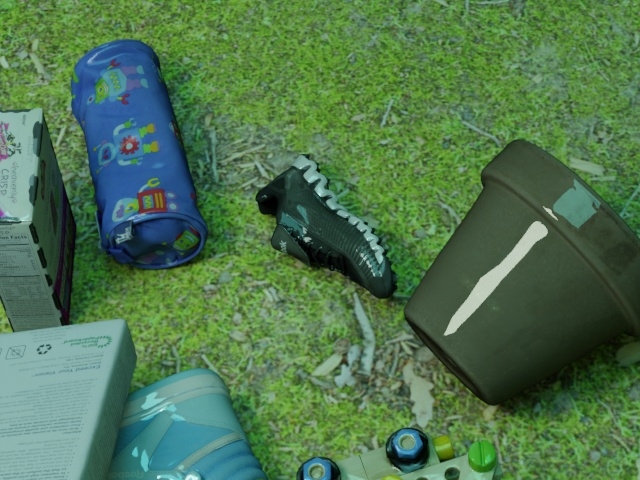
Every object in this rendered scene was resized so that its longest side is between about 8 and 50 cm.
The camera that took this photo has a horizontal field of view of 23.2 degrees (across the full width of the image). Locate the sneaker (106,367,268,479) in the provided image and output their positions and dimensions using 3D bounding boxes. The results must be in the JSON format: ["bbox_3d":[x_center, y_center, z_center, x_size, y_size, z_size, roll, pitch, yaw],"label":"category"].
[{"bbox_3d":[-0.201,0.282,1.646,0.319,0.127,0.208,-27,57,-15],"label":"sneaker"}]

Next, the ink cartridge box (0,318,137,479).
[{"bbox_3d":[-0.370,0.217,1.575,0.324,0.071,0.330,-7,35,11],"label":"ink cartridge box"}]

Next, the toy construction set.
[{"bbox_3d":[0.081,0.306,1.614,0.328,0.151,0.215,-9,55,-17],"label":"toy construction set"}]

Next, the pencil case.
[{"bbox_3d":[-0.231,-0.102,1.915,0.133,0.119,0.306,-19,56,2],"label":"pencil case"}]

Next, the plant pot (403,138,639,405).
[{"bbox_3d":[0.223,0.057,1.731,0.229,0.263,0.263,-43,63,-5],"label":"plant pot"}]

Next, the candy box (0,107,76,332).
[{"bbox_3d":[-0.337,-0.018,1.791,0.071,0.233,0.159,-2,55,0],"label":"candy box"}]

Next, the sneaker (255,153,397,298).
[{"bbox_3d":[0.000,0.000,1.864,0.106,0.078,0.234,-29,56,-14],"label":"sneaker"}]
